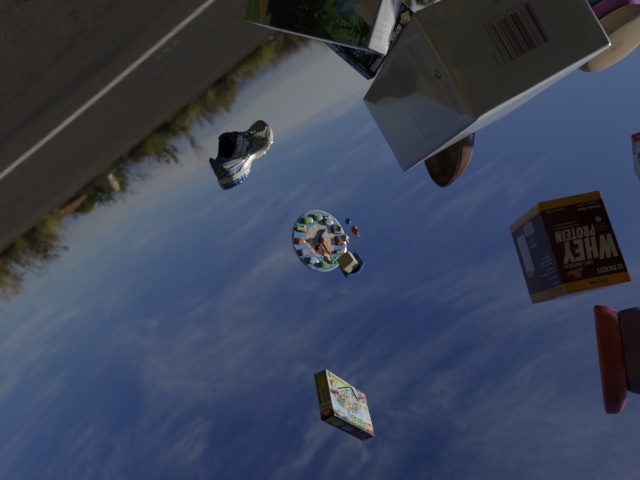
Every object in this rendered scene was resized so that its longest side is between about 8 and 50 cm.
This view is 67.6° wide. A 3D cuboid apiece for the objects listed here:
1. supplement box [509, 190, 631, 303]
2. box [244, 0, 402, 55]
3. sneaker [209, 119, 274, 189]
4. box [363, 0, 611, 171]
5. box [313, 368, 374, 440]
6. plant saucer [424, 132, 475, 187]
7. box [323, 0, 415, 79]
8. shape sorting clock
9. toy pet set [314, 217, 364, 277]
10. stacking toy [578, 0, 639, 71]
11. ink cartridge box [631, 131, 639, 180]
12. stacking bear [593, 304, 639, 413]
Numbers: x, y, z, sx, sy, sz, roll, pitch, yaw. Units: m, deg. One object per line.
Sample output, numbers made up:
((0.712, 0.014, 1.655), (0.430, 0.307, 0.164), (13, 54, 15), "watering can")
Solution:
((0.530, 0.023, 1.041), (0.129, 0.194, 0.191), (-11, 166, 1), "supplement box")
((0.010, -0.451, 0.779), (0.058, 0.232, 0.322), (-1, -155, -45), "box")
((-0.112, -0.136, 0.680), (0.052, 0.058, 0.135), (-5, -136, 34), "sneaker")
((0.130, -0.146, 0.427), (0.130, 0.091, 0.170), (-30, 180, -10), "box")
((0.059, 0.399, 1.152), (0.036, 0.207, 0.114), (-28, -133, 17), "box")
((0.171, -0.157, 0.650), (0.029, 0.168, 0.168), (-9, -162, -5), "plant saucer")
((0.136, -0.592, 1.327), (0.220, 0.175, 0.051), (-57, -159, 0), "box")
((0.000, 0.000, 1.562), (0.040, 0.206, 0.206), (-20, -157, 51), "shape sorting clock")
((0.067, 0.028, 1.239), (0.122, 0.065, 0.114), (-40, -123, 11), "toy pet set")
((0.492, -0.497, 0.949), (0.141, 0.330, 0.141), (-18, 155, -9), "stacking toy")
((0.888, -0.197, 1.261), (0.072, 0.127, 0.175), (-13, -146, 25), "ink cartridge box")
((0.588, 0.172, 0.726), (0.289, 0.164, 0.175), (-6, -124, 29), "stacking bear")
